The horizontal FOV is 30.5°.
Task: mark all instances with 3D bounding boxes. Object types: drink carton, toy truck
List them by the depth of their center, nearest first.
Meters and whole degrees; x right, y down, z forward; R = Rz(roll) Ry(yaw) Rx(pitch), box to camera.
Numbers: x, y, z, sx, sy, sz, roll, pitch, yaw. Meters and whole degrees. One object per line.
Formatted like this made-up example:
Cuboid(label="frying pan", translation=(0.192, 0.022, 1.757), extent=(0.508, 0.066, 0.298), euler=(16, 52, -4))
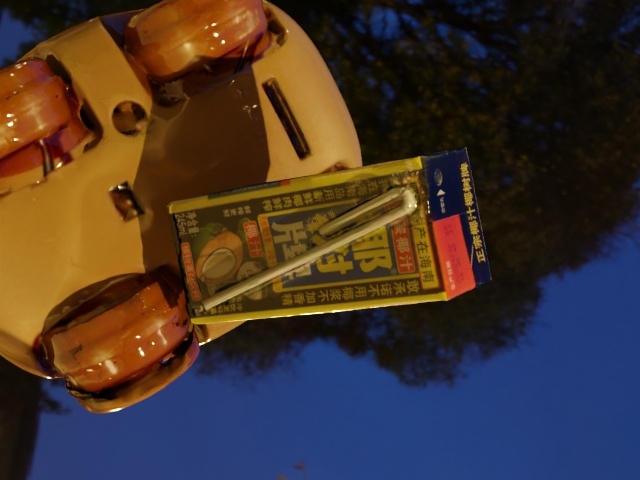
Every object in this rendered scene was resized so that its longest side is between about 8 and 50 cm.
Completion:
Cuboid(label="drink carton", translation=(0.000, 0.000, 0.603), extent=(0.166, 0.056, 0.071), euler=(-9, -83, 38))
Cuboid(label="toy truck", translation=(-0.102, -0.042, 0.737), extent=(0.204, 0.288, 0.212), euler=(62, -14, -13))
